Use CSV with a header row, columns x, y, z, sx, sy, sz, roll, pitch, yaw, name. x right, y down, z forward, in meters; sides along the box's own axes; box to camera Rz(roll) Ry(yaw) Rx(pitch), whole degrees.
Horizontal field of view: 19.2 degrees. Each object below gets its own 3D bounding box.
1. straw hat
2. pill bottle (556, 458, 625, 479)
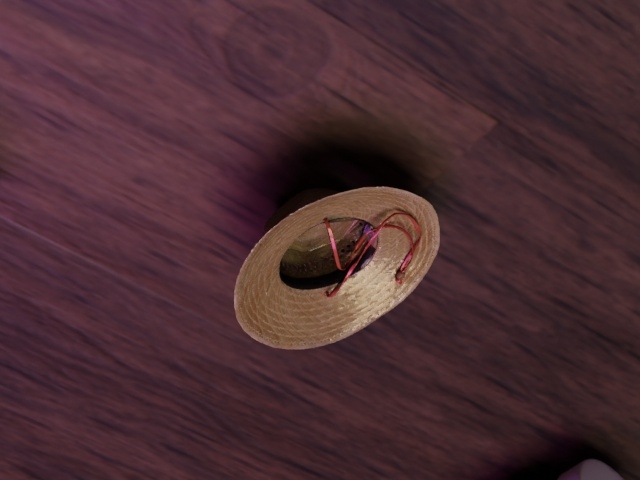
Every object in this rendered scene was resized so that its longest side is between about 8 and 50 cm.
x,y,z,sx,sy,sz,roll,pitch,yaw,name
0.000,0.000,1.221,0.144,0.061,0.144,-17,138,-16,straw hat
0.150,0.258,1.450,0.117,0.118,0.208,32,122,-32,pill bottle
